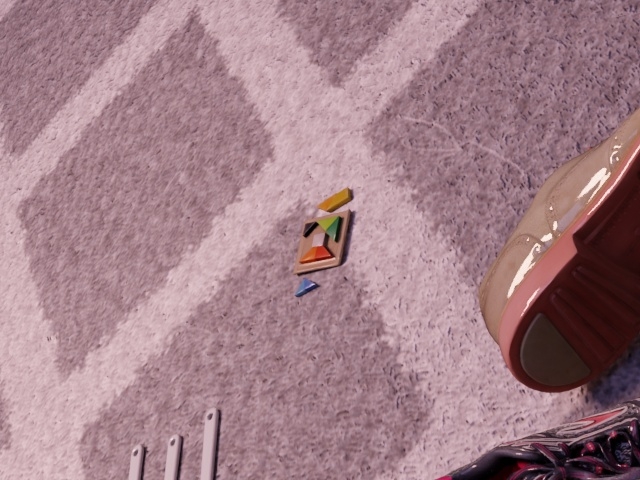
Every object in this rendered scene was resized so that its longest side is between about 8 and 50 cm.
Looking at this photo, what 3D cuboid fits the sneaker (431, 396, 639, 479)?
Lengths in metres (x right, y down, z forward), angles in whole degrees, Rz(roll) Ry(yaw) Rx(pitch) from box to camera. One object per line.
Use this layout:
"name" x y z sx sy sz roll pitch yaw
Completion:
"sneaker" 0.210 0.183 1.082 0.299 0.112 0.121 -34 42 27

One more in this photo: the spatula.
"spatula" -0.168 0.300 1.499 0.168 0.019 0.242 -29 44 34

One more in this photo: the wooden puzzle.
"wooden puzzle" 0.000 0.000 1.541 0.078 0.014 0.116 -23 48 37

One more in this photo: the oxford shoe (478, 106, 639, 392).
"oxford shoe" 0.267 -0.063 1.187 0.397 0.140 0.146 -47 30 8
